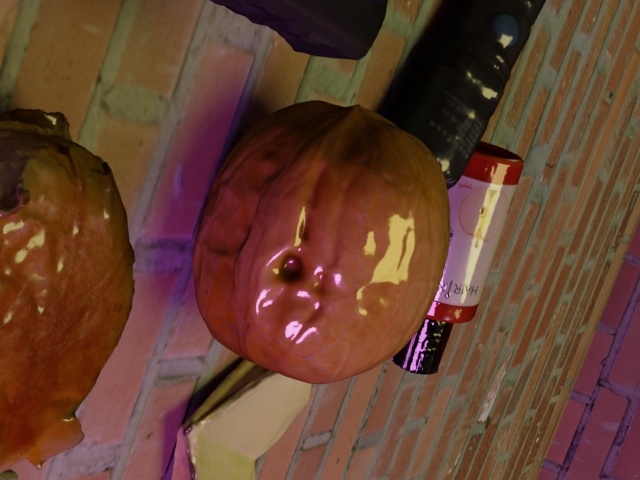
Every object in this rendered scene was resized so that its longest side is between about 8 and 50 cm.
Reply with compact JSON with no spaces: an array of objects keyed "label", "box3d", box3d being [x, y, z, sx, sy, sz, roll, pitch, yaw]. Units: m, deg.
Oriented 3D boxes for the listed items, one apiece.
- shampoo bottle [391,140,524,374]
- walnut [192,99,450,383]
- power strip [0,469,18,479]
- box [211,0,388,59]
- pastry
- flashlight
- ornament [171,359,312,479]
[{"label":"shampoo bottle","box3d":[0.146,0.023,1.232,0.104,0.104,0.278,-14,123,-59]},{"label":"walnut","box3d":[0.000,0.000,0.825,0.195,0.195,0.221,-16,129,-59]},{"label":"power strip","box3d":[-0.248,0.201,0.701,0.123,0.032,0.056,-66,156,-4]},{"label":"box","box3d":[-0.026,-0.292,0.523,0.350,0.091,0.359,7,91,-64]},{"label":"pastry","box3d":[-0.193,0.032,0.590,0.229,0.100,0.218,-58,150,-7]},{"label":"flashlight","box3d":[0.191,-0.245,1.109,0.424,0.103,0.103,-60,154,-14]},{"label":"ornament","box3d":[-0.086,0.188,0.984,0.201,0.059,0.180,-64,154,-12]}]
